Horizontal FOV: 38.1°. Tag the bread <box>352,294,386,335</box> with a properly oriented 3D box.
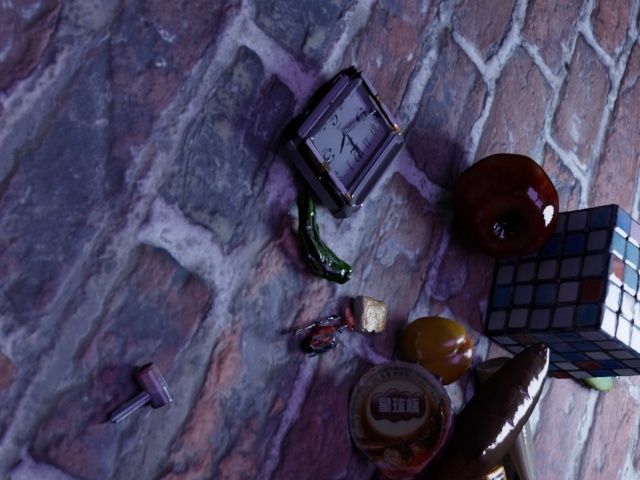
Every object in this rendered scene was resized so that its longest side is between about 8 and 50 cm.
[{"bbox_3d":[0.093,0.141,1.732,0.083,0.035,0.070,12,74,-48],"label":"bread"}]

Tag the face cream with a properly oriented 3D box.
[{"bbox_3d":[0.411,0.415,1.940,0.137,0.084,0.341,-53,125,-80],"label":"face cream"}]

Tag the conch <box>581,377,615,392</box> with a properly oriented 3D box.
[{"bbox_3d":[0.655,0.310,2.203,0.106,0.079,0.170,-49,123,-20],"label":"conch"}]

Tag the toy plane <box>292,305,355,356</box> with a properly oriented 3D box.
[{"bbox_3d":[0.011,0.165,1.650,0.145,0.037,0.060,-23,88,-39],"label":"toy plane"}]

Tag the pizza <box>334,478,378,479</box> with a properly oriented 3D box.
[{"bbox_3d":[0.088,0.500,1.643,0.292,0.058,0.197,-36,107,-41],"label":"pizza"}]

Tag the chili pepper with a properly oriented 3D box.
[{"bbox_3d":[-0.005,0.000,1.656,0.073,0.050,0.182,-29,100,-35],"label":"chili pepper"}]

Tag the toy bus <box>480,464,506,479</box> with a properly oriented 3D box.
[{"bbox_3d":[0.338,0.549,1.846,0.083,0.088,0.194,-13,91,-45],"label":"toy bus"}]

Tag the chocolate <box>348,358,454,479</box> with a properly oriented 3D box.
[{"bbox_3d":[0.170,0.325,1.687,0.147,0.221,0.221,19,69,-57],"label":"chocolate"}]

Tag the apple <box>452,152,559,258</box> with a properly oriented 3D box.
[{"bbox_3d":[0.390,-0.074,1.934,0.234,0.234,0.234,9,76,-42],"label":"apple"}]

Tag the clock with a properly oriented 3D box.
[{"bbox_3d":[0.044,-0.183,1.712,0.186,0.083,0.253,54,52,-22],"label":"clock"}]

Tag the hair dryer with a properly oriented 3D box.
[{"bbox_3d":[-0.278,0.236,1.371,0.114,0.037,0.063,-34,104,-34],"label":"hair dryer"}]

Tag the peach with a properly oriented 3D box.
[{"bbox_3d":[0.226,0.210,1.779,0.138,0.138,0.138,9,76,-42],"label":"peach"}]

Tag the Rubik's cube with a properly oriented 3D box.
[{"bbox_3d":[0.571,0.119,2.007,0.287,0.293,0.292,31,61,-36],"label":"Rubik's cube"}]

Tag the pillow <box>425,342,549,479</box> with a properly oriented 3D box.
[{"bbox_3d":[0.298,0.366,1.729,0.108,0.308,0.305,35,49,12],"label":"pillow"}]
